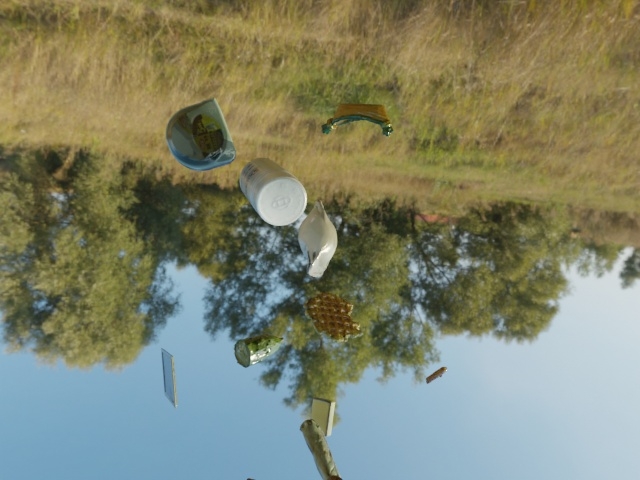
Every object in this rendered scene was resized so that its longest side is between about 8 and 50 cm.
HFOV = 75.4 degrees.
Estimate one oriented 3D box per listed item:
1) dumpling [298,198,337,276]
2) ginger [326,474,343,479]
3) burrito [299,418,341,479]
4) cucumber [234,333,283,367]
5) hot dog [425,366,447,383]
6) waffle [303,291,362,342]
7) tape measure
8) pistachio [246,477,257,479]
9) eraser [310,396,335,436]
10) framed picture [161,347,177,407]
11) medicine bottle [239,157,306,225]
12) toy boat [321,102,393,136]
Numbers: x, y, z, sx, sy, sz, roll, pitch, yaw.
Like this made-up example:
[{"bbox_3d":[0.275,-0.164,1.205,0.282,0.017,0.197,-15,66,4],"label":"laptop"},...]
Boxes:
[{"bbox_3d":[-0.001,-0.003,1.981,0.181,0.341,0.260,-24,153,13],"label":"dumpling"},{"bbox_3d":[0.067,0.900,1.256,0.165,0.321,0.172,-3,-176,-7],"label":"ginger"},{"bbox_3d":[0.012,0.806,1.518,0.309,0.066,0.096,60,-170,31],"label":"burrito"},{"bbox_3d":[-0.274,0.498,1.944,0.245,0.134,0.134,-8,-167,-41],"label":"cucumber"},{"bbox_3d":[0.546,0.635,1.949,0.037,0.122,0.049,54,-174,27],"label":"hot dog"},{"bbox_3d":[0.064,0.366,2.014,0.282,0.058,0.300,-9,-134,-37],"label":"waffle"},{"bbox_3d":[-0.488,-0.419,1.684,0.262,0.259,0.138,-22,-175,-17],"label":"tape measure"},{"bbox_3d":[-0.224,0.997,1.619,0.049,0.172,0.089,-35,177,6],"label":"pistachio"},{"bbox_3d":[0.009,0.910,2.143,0.117,0.172,0.058,-2,163,35],"label":"eraser"},{"bbox_3d":[-0.698,0.626,1.915,0.019,0.232,0.296,-4,176,-30],"label":"framed picture"},{"bbox_3d":[-0.185,-0.191,1.568,0.190,0.189,0.332,5,-161,-23],"label":"medicine bottle"},{"bbox_3d":[0.104,-0.345,1.189,0.230,0.088,0.089,13,-164,32],"label":"toy boat"}]
